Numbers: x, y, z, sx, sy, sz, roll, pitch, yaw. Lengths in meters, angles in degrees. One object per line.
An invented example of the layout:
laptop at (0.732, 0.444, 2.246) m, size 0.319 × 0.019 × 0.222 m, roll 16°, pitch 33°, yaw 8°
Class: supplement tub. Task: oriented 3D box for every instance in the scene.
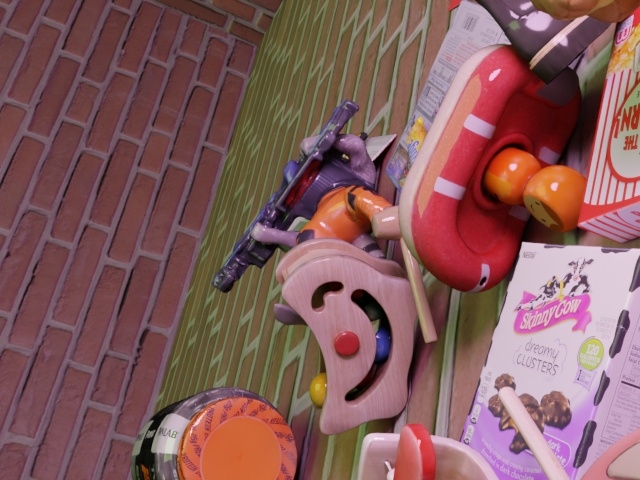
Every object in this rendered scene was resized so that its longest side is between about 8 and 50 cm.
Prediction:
supplement tub at (-0.164, 0.334, 1.313) m, size 0.338 × 0.207 × 0.207 m, roll 142°, pitch 145°, yaw -65°

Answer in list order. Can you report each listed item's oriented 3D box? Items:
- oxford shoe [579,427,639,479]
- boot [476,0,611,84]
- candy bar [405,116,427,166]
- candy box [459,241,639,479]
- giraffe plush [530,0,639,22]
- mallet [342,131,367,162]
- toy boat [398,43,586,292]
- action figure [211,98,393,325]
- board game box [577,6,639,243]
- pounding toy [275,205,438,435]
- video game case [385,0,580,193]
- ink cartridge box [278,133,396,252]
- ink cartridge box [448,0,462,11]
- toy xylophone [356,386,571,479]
oxford shoe at (0.149, 0.276, 0.347) m, size 0.140 × 0.147 × 0.396 m, roll -7°, pitch 67°, yaw 56°
boot at (0.213, -0.245, 0.742) m, size 0.198 × 0.137 × 0.077 m, roll -43°, pitch -3°, yaw -24°
candy bar at (0.117, -0.089, 0.997) m, size 0.161 × 0.018 × 0.040 m, roll -90°, pitch 24°, yaw -54°
candy box at (0.185, 0.104, 0.629) m, size 0.165 × 0.070 × 0.196 m, roll -176°, pitch 105°, yaw -75°
giraffe plush at (0.260, -0.192, 0.538) m, size 0.210 × 0.170 × 0.181 m, roll -34°, pitch -27°, yaw -39°
mallet at (0.051, -0.139, 1.402) m, size 0.062 × 0.039 × 0.189 m, roll -33°, pitch 14°, yaw 39°
toy boat at (0.179, -0.053, 0.788) m, size 0.151 × 0.151 × 0.231 m, roll 37°, pitch 109°, yaw 44°
action figure at (0.000, 0.000, 1.194) m, size 0.341 × 0.179 × 0.330 m, roll -51°, pitch 22°, yaw 22°
board game box at (0.271, -0.106, 0.650) m, size 0.147 × 0.045 × 0.193 m, roll 147°, pitch 141°, yaw -67°
pounding toy at (0.032, 0.091, 0.938) m, size 0.155 × 0.154 × 0.269 m, roll -117°, pitch 31°, yaw -71°
video game case at (0.175, -0.143, 1.009) m, size 0.269 × 0.061 × 0.244 m, roll -110°, pitch 42°, yaw -68°
ink cartridge box at (0.024, -0.073, 1.476) m, size 0.239 × 0.060 × 0.275 m, roll -46°, pitch 13°, yaw -7°
ink cartridge box at (0.233, -0.443, 1.224) m, size 0.180 × 0.056 × 0.225 m, roll -71°, pitch 16°, yaw -6°
toy xylophone at (0.105, 0.235, 0.536) m, size 0.322 × 0.081 × 0.236 m, roll -124°, pitch 33°, yaw -62°
